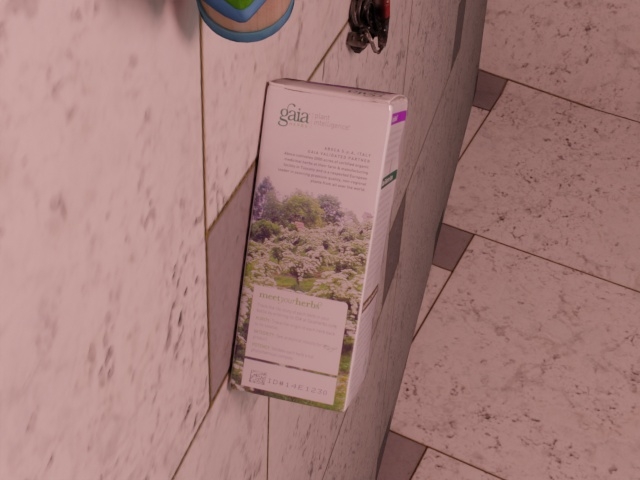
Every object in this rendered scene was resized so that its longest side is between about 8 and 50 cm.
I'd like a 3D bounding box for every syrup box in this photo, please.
[{"bbox_3d":[0.000,0.000,0.757,0.096,0.093,0.237,-33,133,-75],"label":"syrup box"}]

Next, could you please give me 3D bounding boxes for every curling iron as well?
[{"bbox_3d":[0.049,-0.282,0.895,0.274,0.035,0.068,89,16,-47],"label":"curling iron"}]

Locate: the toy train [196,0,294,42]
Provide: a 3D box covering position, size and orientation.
[{"bbox_3d":[0.017,-0.207,0.464,0.248,0.105,0.143,-52,178,-7],"label":"toy train"}]
